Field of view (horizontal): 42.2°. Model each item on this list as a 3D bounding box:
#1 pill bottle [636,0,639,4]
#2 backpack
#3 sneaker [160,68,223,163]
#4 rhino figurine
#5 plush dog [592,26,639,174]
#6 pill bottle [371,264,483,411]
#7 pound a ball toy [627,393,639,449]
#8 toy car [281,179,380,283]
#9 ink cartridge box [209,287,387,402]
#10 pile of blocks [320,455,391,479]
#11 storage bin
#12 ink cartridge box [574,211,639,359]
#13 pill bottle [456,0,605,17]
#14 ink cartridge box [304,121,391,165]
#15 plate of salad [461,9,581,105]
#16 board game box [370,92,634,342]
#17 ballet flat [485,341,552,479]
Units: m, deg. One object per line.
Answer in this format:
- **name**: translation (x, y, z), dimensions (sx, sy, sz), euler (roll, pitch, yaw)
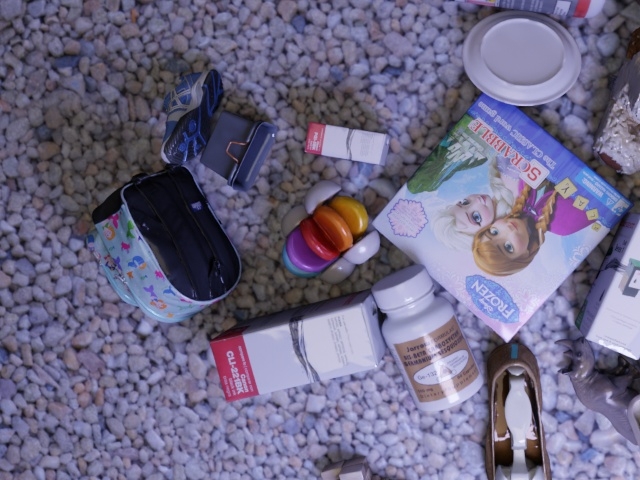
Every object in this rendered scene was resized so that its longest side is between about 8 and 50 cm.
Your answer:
- **pill bottle**: translation (0.562, -0.434, 1.289), dimensions (0.124, 0.221, 0.124), euler (1, 94, 10)
- **backpack**: translation (-0.271, 0.018, 1.476), dimensions (0.191, 0.225, 0.254), euler (-36, 88, 33)
- **sneaker**: translation (-0.245, -0.221, 1.499), dimensions (0.081, 0.080, 0.211), euler (4, 53, 21)
- **rhino figurine**: translation (0.499, 0.253, 1.421), dimensions (0.243, 0.073, 0.106), euler (40, 97, 7)
- **plush dog**: translation (0.588, -0.221, 1.316), dimensions (0.225, 0.262, 0.211), euler (17, 70, 2)
- **pill bottle**: translation (0.179, 0.165, 1.429), dimensions (0.131, 0.131, 0.229), euler (-23, 98, 11)
- **pound a ball toy**: translation (0.648, 0.342, 1.322), dimensions (0.208, 0.136, 0.319), euler (-27, 124, 22)
- **toy car**: translation (0.000, 0.000, 1.448), dimensions (0.159, 0.136, 0.182), euler (50, 133, 3)
- **ink cartridge box**: translation (-0.028, 0.178, 1.451), dimensions (0.272, 0.197, 0.114), euler (-16, 92, 12)
- **pile of blocks**: translation (0.157, 0.513, 1.481), dimensions (0.362, 0.112, 0.149), euler (21, 97, 9)
- **storage bin**: translation (-0.157, -0.170, 1.511), dimensions (0.091, 0.098, 0.135), euler (28, 98, 18)
- **ink cartridge box**: translation (0.511, 0.067, 1.362), dimensions (0.092, 0.160, 0.220), euler (22, 96, 8)
- **pill bottle**: translation (0.288, -0.487, 1.343), dimensions (0.362, 0.210, 0.210), euler (10, 95, 10)
- **ink cartridge box**: translation (0.049, -0.170, 1.463), dimensions (0.135, 0.099, 0.056), euler (11, 95, 10)
- **plate of salad**: translation (0.339, -0.307, 1.407), dimensions (0.199, 0.048, 0.200), euler (-1, 65, 2)
- **board game box**: translation (0.308, -0.046, 1.440), dimensions (0.318, 0.066, 0.318), euler (41, 100, 6)
- **ballet flat**: translation (0.342, 0.350, 1.430), dimensions (0.116, 0.124, 0.343), euler (-1, 94, 11)
